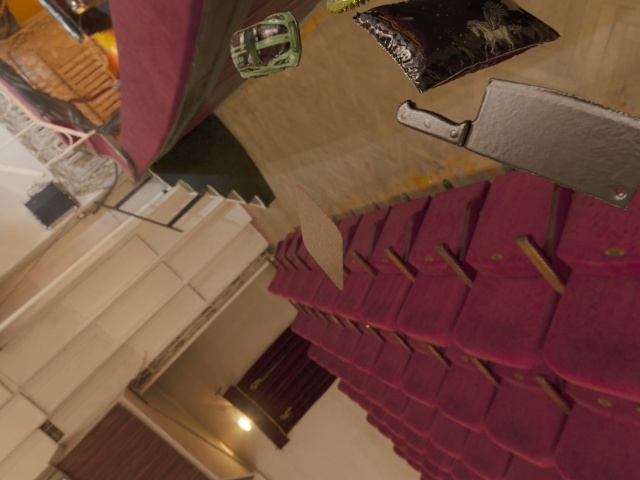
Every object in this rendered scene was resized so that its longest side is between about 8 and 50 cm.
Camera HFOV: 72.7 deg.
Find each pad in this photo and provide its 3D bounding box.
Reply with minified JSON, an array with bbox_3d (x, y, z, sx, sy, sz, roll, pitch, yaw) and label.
[{"bbox_3d":[0.000,0.000,1.005,0.176,0.002,0.266,50,161,28],"label":"pad"}]

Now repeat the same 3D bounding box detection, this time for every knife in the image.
[{"bbox_3d":[0.165,-0.107,0.396,0.245,0.019,0.072,35,122,42],"label":"knife"}]

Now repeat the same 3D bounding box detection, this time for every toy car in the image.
[{"bbox_3d":[-0.167,-0.529,1.198,0.305,0.125,0.136,18,122,54],"label":"toy car"}]

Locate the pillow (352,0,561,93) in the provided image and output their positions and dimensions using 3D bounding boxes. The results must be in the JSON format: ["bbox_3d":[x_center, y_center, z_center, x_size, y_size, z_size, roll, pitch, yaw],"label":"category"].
[{"bbox_3d":[0.159,-0.245,0.505,0.141,0.208,0.055,54,158,24],"label":"pillow"}]

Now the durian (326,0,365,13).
[{"bbox_3d":[0.126,-0.754,1.104,0.169,0.352,0.158,22,-160,4],"label":"durian"}]
